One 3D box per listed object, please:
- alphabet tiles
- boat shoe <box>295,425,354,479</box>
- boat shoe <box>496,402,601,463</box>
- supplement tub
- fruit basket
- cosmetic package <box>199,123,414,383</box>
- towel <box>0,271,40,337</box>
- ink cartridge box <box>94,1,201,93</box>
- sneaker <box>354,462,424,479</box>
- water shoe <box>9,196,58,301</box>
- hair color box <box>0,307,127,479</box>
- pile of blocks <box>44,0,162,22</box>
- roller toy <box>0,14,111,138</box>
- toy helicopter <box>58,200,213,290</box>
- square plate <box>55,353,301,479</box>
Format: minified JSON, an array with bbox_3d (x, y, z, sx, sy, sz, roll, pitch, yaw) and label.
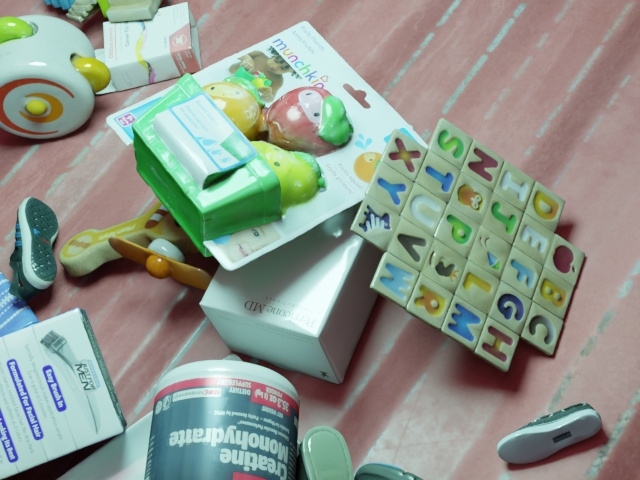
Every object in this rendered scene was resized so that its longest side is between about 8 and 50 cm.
[{"bbox_3d":[0.210,0.003,1.555,0.342,0.011,0.285,32,63,-15],"label":"alphabet tiles"},{"bbox_3d":[0.012,0.352,1.429,0.081,0.069,0.228,3,56,-17],"label":"boat shoe"},{"bbox_3d":[0.299,0.253,1.491,0.142,0.049,0.040,-19,23,4],"label":"boat shoe"},{"bbox_3d":[-0.126,0.304,1.413,0.191,0.191,0.272,-5,58,11],"label":"supplement tub"},{"bbox_3d":[-0.071,-0.151,1.575,0.353,0.165,0.327,-32,62,-16],"label":"fruit basket"},{"bbox_3d":[0.000,0.000,1.655,0.197,0.155,0.366,13,61,22],"label":"cosmetic package"},{"bbox_3d":[-0.622,0.110,1.813,0.243,0.040,0.336,-39,58,-13],"label":"towel"},{"bbox_3d":[-0.317,-0.337,1.999,0.198,0.067,0.115,-13,56,6],"label":"ink cartridge box"},{"bbox_3d":[0.149,0.405,1.381,0.341,0.125,0.139,37,75,31],"label":"sneaker"},{"bbox_3d":[-0.471,0.011,1.813,0.080,0.073,0.203,-40,37,20],"label":"water shoe"},{"bbox_3d":[-0.460,0.238,1.573,0.338,0.110,0.185,-20,88,-7],"label":"hair color box"},{"bbox_3d":[-0.434,-0.488,2.054,0.362,0.113,0.149,19,51,36],"label":"pile of blocks"},{"bbox_3d":[-0.477,-0.271,1.926,0.209,0.191,0.146,12,52,-25],"label":"roller toy"},{"bbox_3d":[-0.252,-0.005,1.732,0.355,0.140,0.235,-18,38,21],"label":"toy helicopter"},{"bbox_3d":[-0.162,0.375,1.523,0.344,0.049,0.347,-36,57,-9],"label":"square plate"}]
